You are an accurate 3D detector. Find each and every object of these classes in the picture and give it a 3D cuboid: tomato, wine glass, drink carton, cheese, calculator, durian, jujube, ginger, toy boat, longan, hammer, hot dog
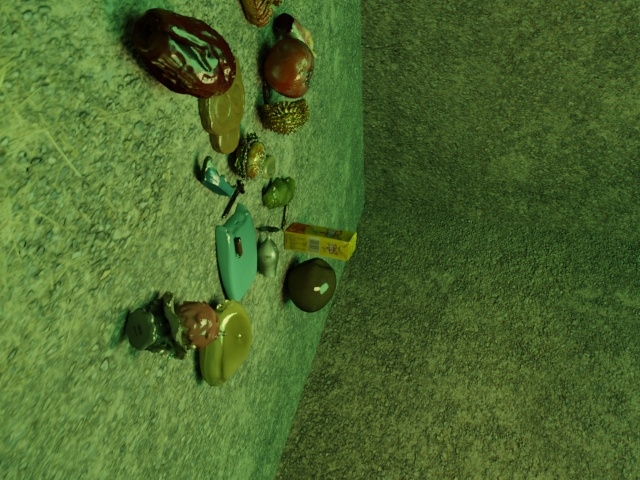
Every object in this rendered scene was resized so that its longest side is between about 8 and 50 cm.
[{"bbox_3d":[-0.126,-0.679,1.762,0.232,0.188,0.232,15,90,-87],"label":"tomato"},{"bbox_3d":[-0.232,0.051,1.989,0.103,0.103,0.222,-41,137,-67],"label":"wine glass"},{"bbox_3d":[0.000,0.000,2.332,0.154,0.351,0.111,-51,147,-61],"label":"drink carton"},{"bbox_3d":[-0.239,-0.291,1.879,0.192,0.037,0.097,-56,150,-57],"label":"cheese"},{"bbox_3d":[-0.320,0.067,1.768,0.256,0.054,0.387,-61,156,-52],"label":"calculator"},{"bbox_3d":[-0.131,-0.497,1.841,0.249,0.138,0.183,-41,168,-52],"label":"durian"},{"bbox_3d":[-0.333,-0.468,1.132,0.290,0.197,0.197,6,94,-66],"label":"jujube"},{"bbox_3d":[-0.179,-0.223,2.054,0.290,0.089,0.137,-25,105,-68],"label":"ginger"},{"bbox_3d":[-0.340,-0.209,1.473,0.185,0.075,0.077,43,60,-68],"label":"toy boat"},{"bbox_3d":[-0.353,0.363,1.678,0.259,0.128,0.316,-48,143,-60],"label":"cheese"},{"bbox_3d":[-0.045,0.240,2.476,0.350,0.288,0.289,-68,163,-66],"label":"longan"},{"bbox_3d":[-0.325,-0.146,1.675,0.065,0.021,0.178,80,25,-54],"label":"hammer"},{"bbox_3d":[-0.214,-0.873,1.462,0.349,0.117,0.158,72,31,-61],"label":"hot dog"}]

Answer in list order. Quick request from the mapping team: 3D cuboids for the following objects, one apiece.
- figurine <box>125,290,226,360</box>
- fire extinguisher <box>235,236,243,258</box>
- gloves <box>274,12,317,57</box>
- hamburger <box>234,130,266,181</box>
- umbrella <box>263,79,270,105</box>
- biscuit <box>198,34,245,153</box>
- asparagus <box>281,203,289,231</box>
[{"bbox_3d":[-0.414,0.262,1.356,0.207,0.166,0.387,65,14,16],"label":"figurine"},{"bbox_3d":[-0.303,0.029,1.655,0.028,0.022,0.083,-20,123,-28],"label":"fire extinguisher"},{"bbox_3d":[-0.094,-0.842,1.873,0.241,0.145,0.126,6,94,-67],"label":"gloves"},{"bbox_3d":[-0.255,-0.311,1.659,0.164,0.093,0.190,-16,118,-87],"label":"hamburger"},{"bbox_3d":[-0.216,-0.570,1.821,0.027,0.025,0.165,-98,-175,-49],"label":"umbrella"},{"bbox_3d":[-0.313,-0.472,1.475,0.269,0.051,0.376,-60,154,-57],"label":"biscuit"},{"bbox_3d":[-0.169,-0.158,2.235,0.034,0.027,0.236,-121,-141,-81],"label":"asparagus"}]
